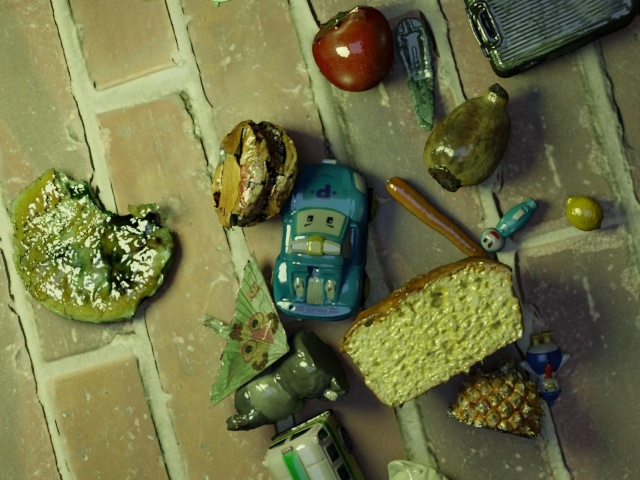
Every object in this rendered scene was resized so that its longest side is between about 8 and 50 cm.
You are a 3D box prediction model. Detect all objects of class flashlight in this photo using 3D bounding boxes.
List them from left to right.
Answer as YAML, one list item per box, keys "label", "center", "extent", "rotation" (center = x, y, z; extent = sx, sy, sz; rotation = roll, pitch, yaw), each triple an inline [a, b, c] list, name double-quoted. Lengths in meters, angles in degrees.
- label: "flashlight"
  center: [0.356, -0.030, 1.700]
  extent: [0.129, 0.051, 0.051]
  rotation: [-44, 83, 3]

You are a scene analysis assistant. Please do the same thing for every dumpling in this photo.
- label: "dumpling"
  center: [0.193, 0.497, 1.728]
  extent: [0.169, 0.100, 0.134]
  rotation: [21, 134, -7]

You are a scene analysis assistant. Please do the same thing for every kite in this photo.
- label: "kite"
  center: [-0.146, 0.181, 1.745]
  extent: [0.267, 0.013, 0.323]
  rotation: [9, 83, 45]

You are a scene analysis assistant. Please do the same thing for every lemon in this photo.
- label: "lemon"
  center: [0.487, -0.052, 1.663]
  extent: [0.083, 0.062, 0.062]
  rotation: [44, 99, 5]

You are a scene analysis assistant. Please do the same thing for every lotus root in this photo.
- label: "lotus root"
  center: [0.283, -0.190, 1.669]
  extent: [0.138, 0.138, 0.214]
  rotation: [38, 97, 8]

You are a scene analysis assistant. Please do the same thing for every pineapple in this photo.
- label: "pineapple"
  center: [0.334, 0.277, 1.653]
  extent: [0.176, 0.161, 0.137]
  rotation: [11, 87, 32]

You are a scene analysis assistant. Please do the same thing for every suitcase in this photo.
- label: "suitcase"
  center: [0.425, -0.435, 1.632]
  extent: [0.312, 0.128, 0.202]
  rotation: [-23, 87, 11]

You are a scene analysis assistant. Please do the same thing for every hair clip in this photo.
- label: "hair clip"
  center: [0.188, -0.318, 1.729]
  extent: [0.066, 0.036, 0.229]
  rotation: [-10, 83, 7]

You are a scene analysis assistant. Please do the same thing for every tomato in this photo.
- label: "tomato"
  center: [0.069, -0.360, 1.699]
  extent: [0.167, 0.167, 0.167]
  rotation: [0, 91, 11]

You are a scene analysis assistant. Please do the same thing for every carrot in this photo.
- label: "carrot"
  center: [0.223, -0.039, 1.726]
  extent: [0.248, 0.043, 0.043]
  rotation: [40, 98, 7]

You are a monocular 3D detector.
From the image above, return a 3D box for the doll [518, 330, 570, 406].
- label: "doll"
  center: [0.422, 0.242, 1.687]
  extent: [0.098, 0.057, 0.143]
  rotation: [-8, 95, -4]

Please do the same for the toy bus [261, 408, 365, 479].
- label: "toy bus"
  center: [0.017, 0.498, 1.708]
  extent: [0.143, 0.179, 0.305]
  rotation: [-27, 86, 10]

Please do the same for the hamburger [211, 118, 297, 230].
- label: "hamburger"
  center: [-0.133, -0.124, 1.717]
  extent: [0.107, 0.231, 0.231]
  rotation: [5, 93, -28]

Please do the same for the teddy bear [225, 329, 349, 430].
- label: "teddy bear"
  center: [-0.070, 0.270, 1.754]
  extent: [0.251, 0.144, 0.171]
  rotation: [-32, 50, 25]

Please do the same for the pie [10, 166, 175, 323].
- label: "pie"
  center: [-0.484, 0.019, 1.850]
  extent: [0.371, 0.078, 0.296]
  rotation: [23, 97, 9]

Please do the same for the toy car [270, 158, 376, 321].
- label: "toy car"
  center: [0.000, 0.000, 1.712]
  extent: [0.198, 0.166, 0.314]
  rotation: [5, 92, 7]

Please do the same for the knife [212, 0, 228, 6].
- label: "knife"
  center: [-0.268, -0.498, 1.827]
  extent: [0.212, 0.015, 0.054]
  rotation: [0, 99, 10]

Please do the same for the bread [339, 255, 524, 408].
- label: "bread"
  center: [0.215, 0.157, 1.664]
  extent: [0.340, 0.179, 0.194]
  rotation: [-31, 87, 8]
